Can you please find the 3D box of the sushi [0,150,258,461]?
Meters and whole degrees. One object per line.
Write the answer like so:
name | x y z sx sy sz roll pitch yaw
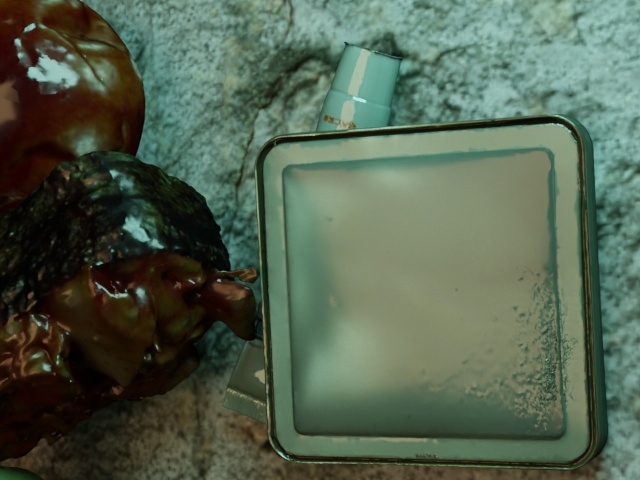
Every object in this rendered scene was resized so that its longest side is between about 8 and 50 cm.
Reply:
sushi | -0.208 0.066 1.066 0.343 0.196 0.182 -29 64 20

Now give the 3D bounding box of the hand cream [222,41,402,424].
hand cream | 0.000 0.000 1.063 0.085 0.058 0.331 18 100 14

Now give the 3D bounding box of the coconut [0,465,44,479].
coconut | -0.292 0.344 1.062 0.328 0.328 0.281 32 72 28

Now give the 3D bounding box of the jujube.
jujube | -0.302 -0.085 1.159 0.318 0.223 0.223 -44 67 28

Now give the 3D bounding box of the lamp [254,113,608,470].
lamp | 0.081 0.042 0.977 0.269 0.047 0.266 -2 93 21
